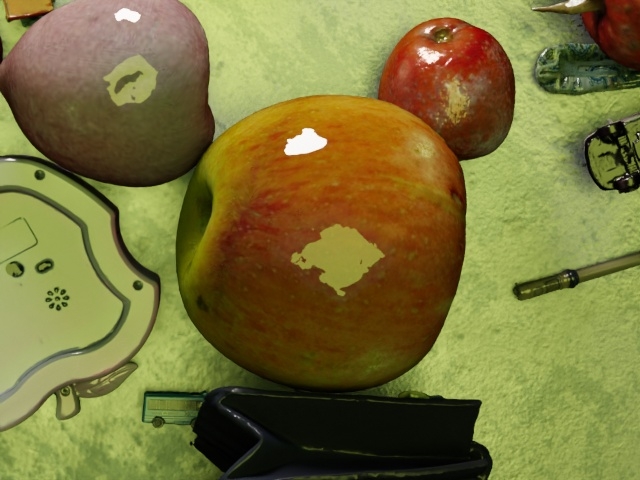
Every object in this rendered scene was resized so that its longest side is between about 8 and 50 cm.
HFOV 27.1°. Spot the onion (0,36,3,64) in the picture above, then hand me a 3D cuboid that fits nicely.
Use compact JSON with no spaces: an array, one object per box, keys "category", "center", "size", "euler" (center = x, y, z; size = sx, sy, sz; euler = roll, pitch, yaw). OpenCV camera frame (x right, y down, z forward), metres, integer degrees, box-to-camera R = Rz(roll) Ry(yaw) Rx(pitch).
[{"category":"onion","center":[-0.429,-0.220,1.523],"size":[0.131,0.131,0.131],"euler":[-1,94,-8]}]

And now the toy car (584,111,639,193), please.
[{"category":"toy car","center":[0.422,-0.128,1.654],"size":[0.210,0.108,0.089],"euler":[-22,99,-2]}]

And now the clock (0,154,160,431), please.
[{"category":"clock","center":[-0.361,0.070,1.557],"size":[0.339,0.102,0.338],"euler":[-1,94,-8]}]

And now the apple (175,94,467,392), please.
[{"category":"apple","center":[0.000,0.000,1.487],"size":[0.340,0.339,0.339],"euler":[-1,94,-8]}]

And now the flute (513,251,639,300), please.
[{"category":"flute","center":[0.358,0.038,1.692],"size":[0.233,0.027,0.027],"euler":[-16,96,-7]}]

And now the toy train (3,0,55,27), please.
[{"category":"toy train","center":[-0.347,-0.336,1.524],"size":[0.074,0.118,0.176],"euler":[-11,97,-10]}]

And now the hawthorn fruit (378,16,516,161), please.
[{"category":"hawthorn fruit","center":[0.153,-0.178,1.582],"size":[0.173,0.173,0.172],"euler":[-1,94,-8]}]

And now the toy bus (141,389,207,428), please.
[{"category":"toy bus","center":[-0.176,0.206,1.623],"size":[0.083,0.038,0.046],"euler":[3,90,-9]}]

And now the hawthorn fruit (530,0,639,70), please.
[{"category":"hawthorn fruit","center":[0.427,-0.318,1.575],"size":[0.262,0.258,0.258],"euler":[-36,99,-32]}]

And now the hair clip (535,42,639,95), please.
[{"category":"hair clip","center":[0.382,-0.217,1.673],"size":[0.229,0.036,0.066],"euler":[-1,89,-2]}]

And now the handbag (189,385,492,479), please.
[{"category":"handbag","center":[0.015,0.249,1.518],"size":[0.329,0.303,0.122],"euler":[0,70,-10]}]

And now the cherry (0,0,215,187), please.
[{"category":"cherry","center":[-0.236,-0.164,1.494],"size":[0.239,0.239,0.206],"euler":[-26,55,-5]}]
